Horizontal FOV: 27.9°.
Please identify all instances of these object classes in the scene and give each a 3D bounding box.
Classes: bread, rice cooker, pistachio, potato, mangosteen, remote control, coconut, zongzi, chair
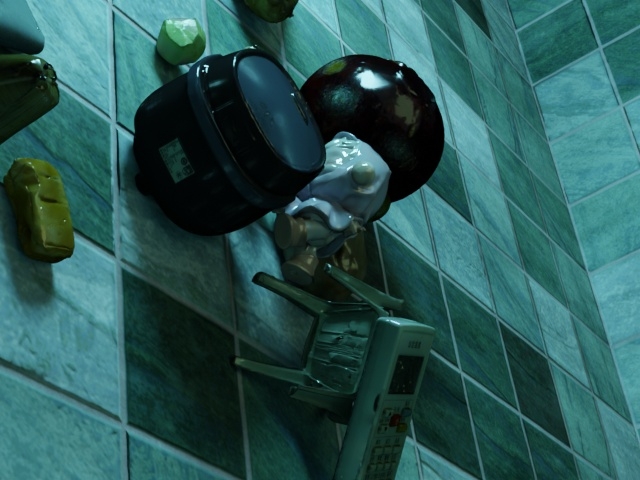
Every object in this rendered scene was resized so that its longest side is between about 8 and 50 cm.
[{"bbox_3d":[-0.343,-0.036,1.578,0.074,0.053,0.132,18,51,-57],"label":"bread"},{"bbox_3d":[-0.141,-0.140,1.881,0.267,0.224,0.267,46,29,-35],"label":"rice cooker"},{"bbox_3d":[0.000,0.000,2.127,0.137,0.153,0.238,-5,63,-24],"label":"pistachio"},{"bbox_3d":[-0.102,-0.535,2.479,0.192,0.141,0.296,62,17,-44],"label":"potato"},{"bbox_3d":[0.080,-0.184,2.318,0.311,0.311,0.311,45,29,-34],"label":"mangosteen"},{"bbox_3d":[0.081,0.280,1.846,0.145,0.050,0.344,13,92,-64],"label":"remote control"},{"bbox_3d":[-0.225,-0.323,2.088,0.082,0.081,0.083,-5,55,-19],"label":"coconut"},{"bbox_3d":[-0.408,-0.198,1.445,0.204,0.204,0.094,58,13,1],"label":"zongzi"},{"bbox_3d":[0.012,0.156,1.910,0.274,0.190,0.204,29,74,-44],"label":"chair"}]

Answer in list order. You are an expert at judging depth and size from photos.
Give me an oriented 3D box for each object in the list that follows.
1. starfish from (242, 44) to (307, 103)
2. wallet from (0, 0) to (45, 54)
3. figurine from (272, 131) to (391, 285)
[{"bbox_3d":[-0.095,-0.200,2.080,0.048,0.231,0.295,-38,87,-28],"label":"starfish"},{"bbox_3d":[-0.487,-0.378,1.658,0.290,0.054,0.251,62,20,13],"label":"wallet"},{"bbox_3d":[0.016,-0.055,1.995,0.133,0.200,0.276,51,49,-18],"label":"figurine"}]
